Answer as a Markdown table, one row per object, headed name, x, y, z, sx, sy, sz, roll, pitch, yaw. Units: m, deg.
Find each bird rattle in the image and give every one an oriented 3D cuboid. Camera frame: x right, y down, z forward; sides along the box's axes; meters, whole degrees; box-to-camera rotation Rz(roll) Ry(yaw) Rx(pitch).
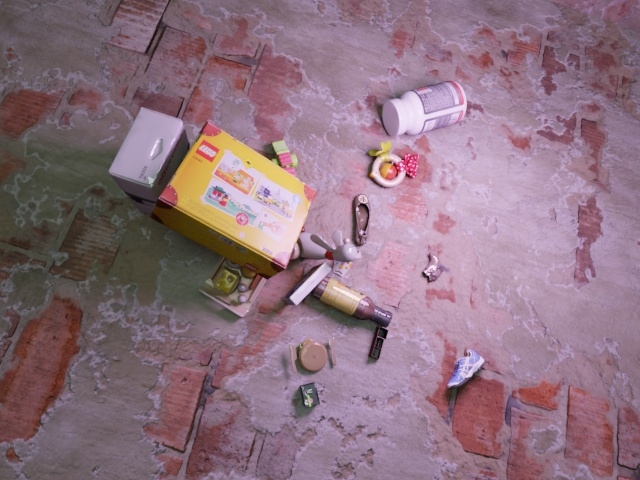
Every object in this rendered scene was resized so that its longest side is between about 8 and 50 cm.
| name | x | y | z | sx | sy | sz | roll | pitch | yaw |
| --- | --- | --- | --- | --- | --- | --- | --- | --- | --- |
| bird rattle | 0.339 | -0.349 | 1.921 | 0.253 | 0.143 | 0.207 | 29 | 83 | -13 |

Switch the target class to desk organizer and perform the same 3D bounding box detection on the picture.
| name | x | y | z | sx | sy | sz | roll | pitch | yaw |
| --- | --- | --- | --- | --- | --- | --- | --- | --- | --- |
| desk organizer | 0.245 | 0.433 | 1.696 | 0.047 | 0.050 | 0.130 | 20 | 72 | -3 |

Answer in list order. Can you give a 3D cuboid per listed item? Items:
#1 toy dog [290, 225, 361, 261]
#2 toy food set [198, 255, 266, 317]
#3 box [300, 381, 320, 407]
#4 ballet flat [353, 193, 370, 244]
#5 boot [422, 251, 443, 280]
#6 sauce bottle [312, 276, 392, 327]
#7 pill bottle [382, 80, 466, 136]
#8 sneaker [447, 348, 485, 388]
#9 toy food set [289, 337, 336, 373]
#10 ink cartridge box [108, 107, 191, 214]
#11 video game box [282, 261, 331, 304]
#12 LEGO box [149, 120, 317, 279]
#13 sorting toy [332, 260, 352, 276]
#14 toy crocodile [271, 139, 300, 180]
| name | x | y | z | sx | sy | sz | roll | pitch | yaw |
| --- | --- | --- | --- | --- | --- | --- | --- | --- | --- |
| toy dog | 0.000 | 0.000 | 1.645 | 0.333 | 0.220 | 0.161 | 0 | 95 | 20 |
| toy food set | -0.331 | 0.127 | 1.651 | 0.219 | 0.092 | 0.306 | 30 | 84 | 1 |
| box | -0.042 | 0.615 | 1.599 | 0.062 | 0.052 | 0.083 | -11 | 75 | -11 |
| ballet flat | 0.191 | -0.101 | 1.835 | 0.084 | 0.058 | 0.250 | 8 | 73 | -7 |
| boot | 0.501 | 0.122 | 1.829 | 0.086 | 0.042 | 0.119 | -29 | 80 | -13 |
| sauce bottle | 0.137 | 0.264 | 1.699 | 0.344 | 0.111 | 0.112 | 27 | 72 | -2 |
| pill bottle | 0.501 | -0.636 | 1.956 | 0.362 | 0.210 | 0.210 | -18 | 78 | -13 |
| sneaker | 0.604 | 0.550 | 1.710 | 0.211 | 0.080 | 0.081 | -33 | 75 | -26 |
| toy food set | -0.032 | 0.472 | 1.654 | 0.191 | 0.038 | 0.133 | -5 | 82 | -16 |
| ink cartridge box | -0.635 | -0.279 | 1.583 | 0.166 | 0.395 | 0.286 | 17 | 72 | -3 |
| video game box | -0.059 | 0.180 | 1.649 | 0.048 | 0.187 | 0.205 | 46 | 73 | -2 |
| LEGO box | -0.310 | -0.141 | 1.517 | 0.500 | 0.193 | 0.373 | 31 | 59 | -18 |
| sorting toy | 0.092 | 0.116 | 1.774 | 0.083 | 0.045 | 0.075 | 25 | 91 | -1 |
| toy crocodile | -0.149 | -0.303 | 1.817 | 0.115 | 0.105 | 0.341 | -11 | 76 | -12 |
